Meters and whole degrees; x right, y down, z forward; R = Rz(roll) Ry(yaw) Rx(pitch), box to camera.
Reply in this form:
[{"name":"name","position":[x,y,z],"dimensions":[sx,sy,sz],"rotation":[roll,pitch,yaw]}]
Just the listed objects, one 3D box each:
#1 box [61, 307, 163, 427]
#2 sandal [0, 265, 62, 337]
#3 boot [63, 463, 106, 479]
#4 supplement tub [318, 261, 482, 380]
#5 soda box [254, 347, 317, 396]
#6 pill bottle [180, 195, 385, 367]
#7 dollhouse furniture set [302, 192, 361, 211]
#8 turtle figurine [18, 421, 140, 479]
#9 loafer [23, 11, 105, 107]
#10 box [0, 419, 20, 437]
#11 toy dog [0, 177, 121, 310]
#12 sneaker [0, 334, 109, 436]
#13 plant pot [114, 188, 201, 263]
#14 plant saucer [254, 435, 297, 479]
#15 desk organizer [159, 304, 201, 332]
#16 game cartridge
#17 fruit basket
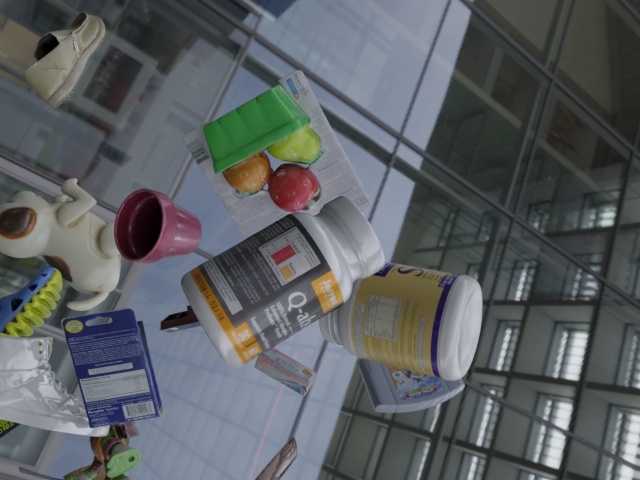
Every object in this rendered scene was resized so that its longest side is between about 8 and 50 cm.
[{"name":"box","position":[-0.386,0.234,1.076],"dimensions":[0.036,0.137,0.225],"rotation":[-106,-173,-74]},{"name":"sandal","position":[-0.693,0.171,1.246],"dimensions":[0.317,0.138,0.126],"rotation":[-57,177,-35]},{"name":"boot","position":[-0.590,0.708,1.416],"dimensions":[0.269,0.236,0.089],"rotation":[69,-29,19]},{"name":"supplement tub","position":[0.188,0.176,1.353],"dimensions":[0.331,0.241,0.241],"rotation":[9,-112,28]},{"name":"soda box","position":[-0.108,0.396,1.763],"dimensions":[0.058,0.183,0.063],"rotation":[-45,159,-56]},{"name":"pill bottle","position":[-0.053,0.055,0.870],"dimensions":[0.278,0.162,0.162],"rotation":[-30,-157,-10]},{"name":"dollhouse furniture set","position":[0.000,0.000,1.838],"dimensions":[0.152,0.201,0.374],"rotation":[-42,146,-51]},{"name":"turtle figurine","position":[-0.507,0.464,1.235],"dimensions":[0.266,0.275,0.197],"rotation":[15,-105,47]},{"name":"loafer","position":[-0.509,-0.382,1.150],"dimensions":[0.102,0.092,0.268],"rotation":[-27,-136,29]},{"name":"box","position":[-0.925,0.519,1.550],"dimensions":[0.216,0.060,0.270],"rotation":[-23,-176,12]},{"name":"toy dog","position":[-0.838,-0.001,1.843],"dimensions":[0.285,0.408,0.395],"rotation":[-10,-121,51]},{"name":"sneaker","position":[-0.531,0.275,1.124],"dimensions":[0.108,0.293,0.169],"rotation":[-18,-128,54]},{"name":"plant pot","position":[-0.442,-0.031,1.617],"dimensions":[0.201,0.180,0.201],"rotation":[-5,-99,32]},{"name":"plant saucer","position":[-0.165,0.729,1.734],"dimensions":[0.310,0.050,0.310],"rotation":[-47,165,-16]},{"name":"desk organizer","position":[-0.356,0.204,1.519],"dimensions":[0.130,0.047,0.050],"rotation":[-14,-112,17]},{"name":"game cartridge","position":[0.288,0.432,1.810],"dimensions":[0.198,0.297,0.062],"rotation":[-113,-163,-46]},{"name":"fruit basket","position":[-0.100,-0.170,1.368],"dimensions":[0.327,0.353,0.165],"rotation":[-26,-159,16]}]
